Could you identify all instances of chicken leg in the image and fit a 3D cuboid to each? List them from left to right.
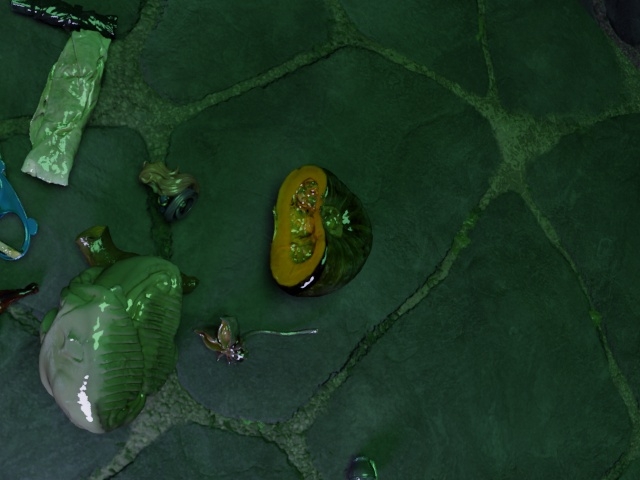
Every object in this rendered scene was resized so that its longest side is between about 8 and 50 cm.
[{"bbox_3d":[-0.674,0.156,1.151,0.093,0.053,0.205,45,70,-33],"label":"chicken leg"}]

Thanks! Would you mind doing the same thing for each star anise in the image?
[{"bbox_3d":[-0.148,0.206,1.343,0.218,0.148,0.227,28,33,20],"label":"star anise"}]

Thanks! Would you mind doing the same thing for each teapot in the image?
[{"bbox_3d":[0.108,0.562,1.385,0.088,0.066,0.057,26,49,-39],"label":"teapot"}]

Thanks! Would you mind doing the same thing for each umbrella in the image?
[{"bbox_3d":[-0.606,-0.533,1.338,0.235,0.059,0.066,8,50,-22],"label":"umbrella"}]

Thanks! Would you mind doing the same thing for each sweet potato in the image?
[{"bbox_3d":[-0.409,0.056,1.266,0.285,0.085,0.112,24,65,-17],"label":"sweet potato"}]

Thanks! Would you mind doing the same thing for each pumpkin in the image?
[{"bbox_3d":[0.000,0.000,1.410,0.232,0.241,0.325,29,60,-46],"label":"pumpkin"}]

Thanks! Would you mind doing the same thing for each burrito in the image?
[{"bbox_3d":[-0.578,-0.313,1.287,0.117,0.076,0.393,16,72,-19],"label":"burrito"}]

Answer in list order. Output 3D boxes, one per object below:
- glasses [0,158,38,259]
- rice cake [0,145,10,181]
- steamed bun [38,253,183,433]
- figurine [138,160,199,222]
[{"bbox_3d":[-0.718,-0.057,1.137,0.206,0.102,0.239,-25,87,-53],"label":"glasses"},{"bbox_3d":[-0.717,-0.199,1.226,0.042,0.030,0.180,-16,84,-19],"label":"rice cake"},{"bbox_3d":[-0.434,0.192,1.123,0.219,0.310,0.325,9,110,15],"label":"steamed bun"},{"bbox_3d":[-0.351,-0.129,1.322,0.157,0.114,0.126,58,29,4],"label":"figurine"}]
